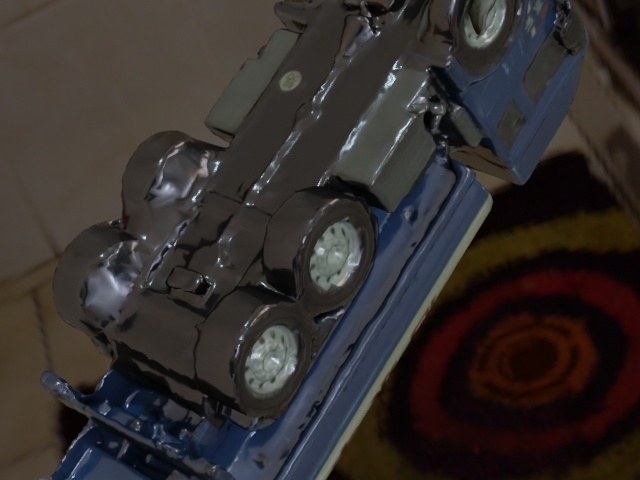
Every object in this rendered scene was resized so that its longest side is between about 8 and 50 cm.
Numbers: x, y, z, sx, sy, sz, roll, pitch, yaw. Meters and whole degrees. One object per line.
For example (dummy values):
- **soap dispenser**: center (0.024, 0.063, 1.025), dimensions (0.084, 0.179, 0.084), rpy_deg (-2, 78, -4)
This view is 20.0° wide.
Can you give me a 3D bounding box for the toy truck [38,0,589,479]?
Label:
- **toy truck**: center (0.000, 0.000, 0.497), dimensions (0.074, 0.088, 0.202), rpy_deg (22, 73, 40)
